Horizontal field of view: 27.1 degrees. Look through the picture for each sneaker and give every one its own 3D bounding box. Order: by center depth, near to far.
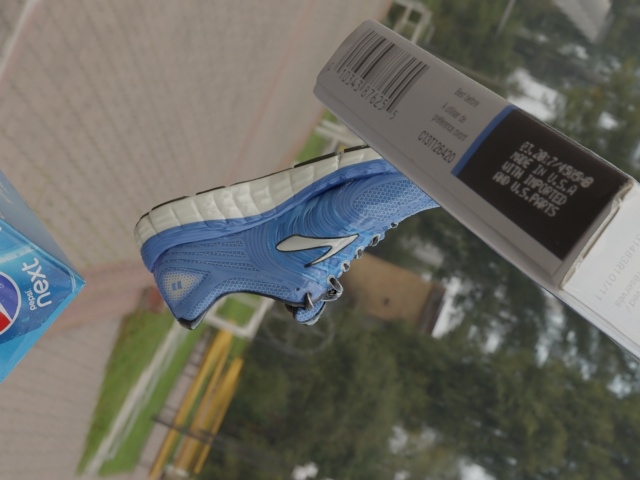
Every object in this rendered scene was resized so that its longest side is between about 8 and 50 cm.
[{"bbox_3d":[0.000,0.000,1.253,0.130,0.330,0.147,24,49,-87],"label":"sneaker"}]

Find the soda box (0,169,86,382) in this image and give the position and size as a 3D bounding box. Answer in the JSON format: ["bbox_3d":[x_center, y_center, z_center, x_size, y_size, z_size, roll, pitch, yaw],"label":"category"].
[{"bbox_3d":[-0.195,-0.009,0.686,0.067,0.071,0.210,-49,-147,-1],"label":"soda box"}]

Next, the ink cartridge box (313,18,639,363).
[{"bbox_3d":[0.166,0.023,0.712,0.072,0.307,0.303,-54,-152,5],"label":"ink cartridge box"}]
